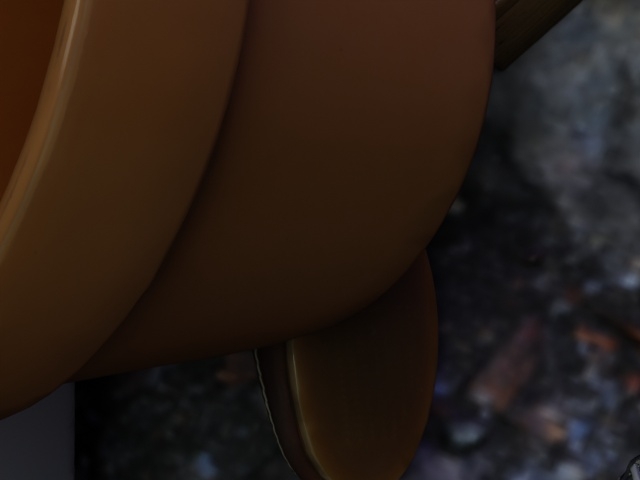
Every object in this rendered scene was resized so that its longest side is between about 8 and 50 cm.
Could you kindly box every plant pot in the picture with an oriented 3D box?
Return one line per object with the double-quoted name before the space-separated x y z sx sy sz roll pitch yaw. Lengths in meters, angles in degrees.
"plant pot" -0.078 -0.073 0.621 0.291 0.203 0.290 -12 73 48

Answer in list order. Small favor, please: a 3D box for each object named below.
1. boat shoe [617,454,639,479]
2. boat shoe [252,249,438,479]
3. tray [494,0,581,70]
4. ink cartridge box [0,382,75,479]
"boat shoe" 0.180 0.175 0.644 0.233 0.084 0.079 44 97 19
"boat shoe" 0.000 0.000 0.732 0.073 0.073 0.207 -15 73 52
"tray" 0.155 -0.284 0.714 0.411 0.076 0.203 -42 74 9
"ink cartridge box" -0.176 0.115 0.721 0.140 0.082 0.190 10 114 17
